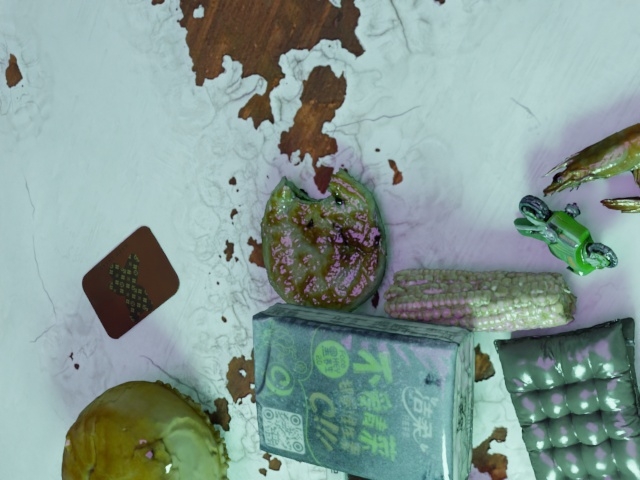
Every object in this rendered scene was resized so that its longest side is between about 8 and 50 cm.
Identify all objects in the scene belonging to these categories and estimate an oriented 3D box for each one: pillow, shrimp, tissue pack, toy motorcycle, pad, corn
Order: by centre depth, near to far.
[{"bbox_3d":[0.489,-0.110,1.316,0.249,0.068,0.150,-11,96,24],"label":"shrimp"},{"bbox_3d":[0.412,-0.004,1.354,0.190,0.106,0.074,38,71,22],"label":"toy motorcycle"},{"bbox_3d":[0.450,0.301,1.367,0.228,0.101,0.326,-17,86,32],"label":"pillow"},{"bbox_3d":[0.275,0.112,1.425,0.335,0.127,0.126,0,96,27],"label":"corn"},{"bbox_3d":[0.071,0.278,1.440,0.394,0.124,0.288,5,106,28],"label":"tissue pack"},{"bbox_3d":[-0.446,0.101,1.874,0.267,0.004,0.181,-37,78,27],"label":"pad"}]

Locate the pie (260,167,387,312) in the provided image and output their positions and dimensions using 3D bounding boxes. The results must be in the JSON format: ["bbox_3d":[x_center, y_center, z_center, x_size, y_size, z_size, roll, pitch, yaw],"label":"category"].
[{"bbox_3d":[0.000,0.008,1.589,0.303,0.067,0.302,3,96,26],"label":"pie"}]

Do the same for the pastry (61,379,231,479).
[{"bbox_3d":[-0.372,0.499,1.743,0.410,0.245,0.409,5,101,30],"label":"pastry"}]

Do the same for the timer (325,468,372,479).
[{"bbox_3d":[0.125,0.414,1.557,0.237,0.087,0.262,-1,95,28],"label":"timer"}]
